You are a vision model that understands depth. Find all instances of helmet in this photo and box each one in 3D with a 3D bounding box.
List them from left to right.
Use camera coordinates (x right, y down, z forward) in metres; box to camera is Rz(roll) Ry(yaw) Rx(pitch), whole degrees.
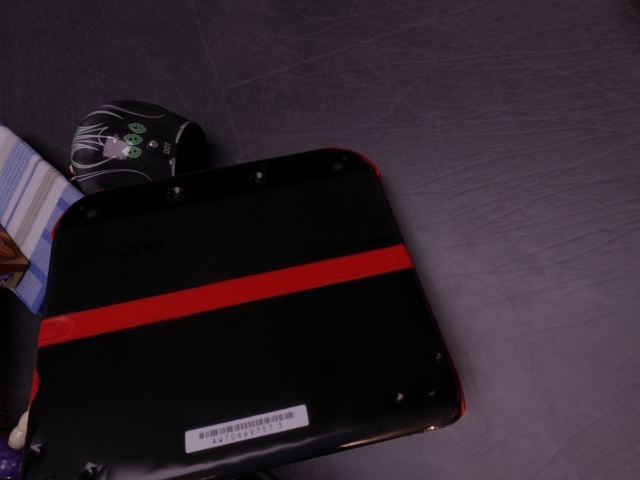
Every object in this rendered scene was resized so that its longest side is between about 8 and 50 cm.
[{"bbox_3d":[-0.250,-0.109,0.656,0.161,0.169,0.170,7,81,4],"label":"helmet"}]

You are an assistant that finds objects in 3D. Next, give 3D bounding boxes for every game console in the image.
[{"bbox_3d":[-0.089,0.058,0.499,0.386,0.060,0.342,-12,57,-5],"label":"game console"}]

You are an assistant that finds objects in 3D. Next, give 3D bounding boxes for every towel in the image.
[{"bbox_3d":[-0.479,-0.041,0.768,0.285,0.034,0.209,34,100,22],"label":"towel"}]

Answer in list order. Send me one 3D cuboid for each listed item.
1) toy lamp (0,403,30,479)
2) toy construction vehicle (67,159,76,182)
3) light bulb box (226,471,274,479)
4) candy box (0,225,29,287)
[{"bbox_3d":[-0.364,0.193,0.668,0.080,0.080,0.275,31,90,22],"label":"toy lamp"},{"bbox_3d":[-0.362,-0.084,0.754,0.098,0.035,0.086,-31,81,14],"label":"toy construction vehicle"},{"bbox_3d":[-0.138,0.432,0.458,0.360,0.225,0.358,27,89,23],"label":"light bulb box"},{"bbox_3d":[-0.534,-0.008,0.711,0.186,0.109,0.053,41,102,20],"label":"candy box"}]
